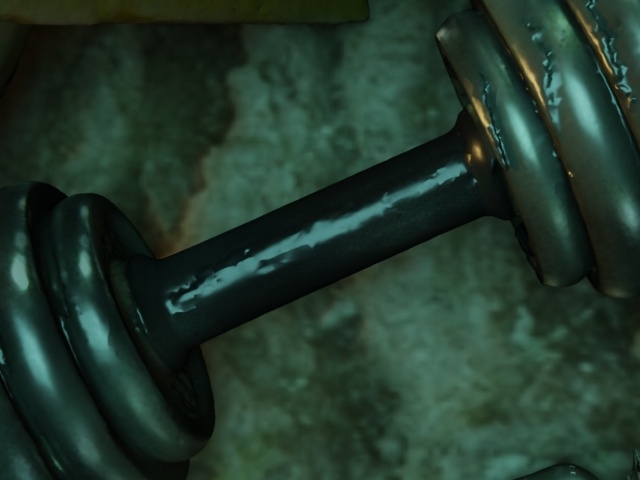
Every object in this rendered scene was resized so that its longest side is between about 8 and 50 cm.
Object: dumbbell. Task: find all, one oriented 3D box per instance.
[{"bbox_3d":[0.000,0.000,0.517,0.406,0.179,0.179,-24,82,6],"label":"dumbbell"}]

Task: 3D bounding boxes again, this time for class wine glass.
[{"bbox_3d":[0.110,0.121,0.560,0.083,0.042,0.039,-17,113,15],"label":"wine glass"}]

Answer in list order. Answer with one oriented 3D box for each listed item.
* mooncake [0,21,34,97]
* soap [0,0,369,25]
[{"bbox_3d":[-0.258,-0.102,0.582,0.254,0.136,0.250,34,93,22],"label":"mooncake"},{"bbox_3d":[-0.085,-0.234,0.468,0.156,0.335,0.293,-25,84,38],"label":"soap"}]
